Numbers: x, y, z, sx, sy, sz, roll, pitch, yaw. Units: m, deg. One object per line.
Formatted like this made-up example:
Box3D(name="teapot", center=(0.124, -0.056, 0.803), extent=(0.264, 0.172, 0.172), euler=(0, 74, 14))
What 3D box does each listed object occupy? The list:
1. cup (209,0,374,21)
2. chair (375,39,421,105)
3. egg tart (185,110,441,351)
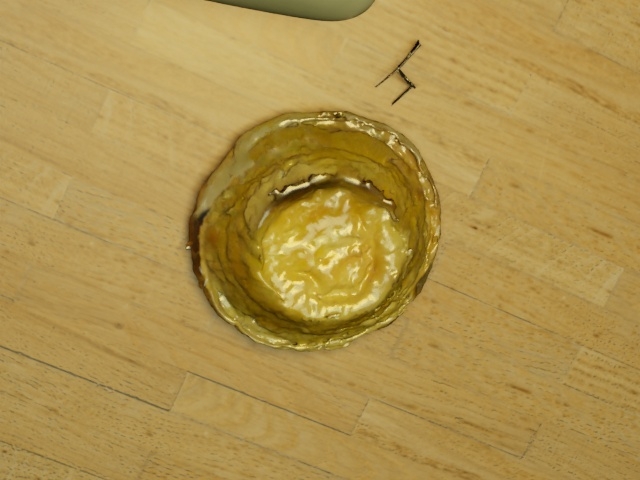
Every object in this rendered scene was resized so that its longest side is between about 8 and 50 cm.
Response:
Box3D(name="cup", center=(-0.046, -0.440, 1.575), extent=(0.275, 0.259, 0.356), euler=(11, 71, -13))
Box3D(name="chair", center=(0.113, -0.217, 1.742), extent=(0.042, 0.037, 0.086), euler=(42, 99, -4))
Box3D(name="egg tart", center=(0.000, 0.000, 1.735), extent=(0.345, 0.132, 0.345), euler=(-3, 107, -8))
